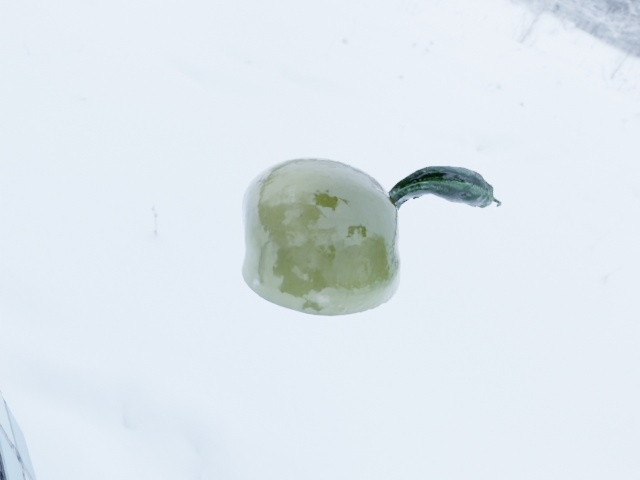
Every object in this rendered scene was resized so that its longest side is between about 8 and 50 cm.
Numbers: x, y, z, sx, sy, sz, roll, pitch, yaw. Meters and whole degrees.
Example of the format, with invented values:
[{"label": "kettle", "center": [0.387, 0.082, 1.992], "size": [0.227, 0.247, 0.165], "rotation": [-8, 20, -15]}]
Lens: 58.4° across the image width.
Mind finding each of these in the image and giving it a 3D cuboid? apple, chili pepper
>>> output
[{"label": "apple", "center": [-0.001, -0.021, 0.947], "size": [0.257, 0.234, 0.295], "rotation": [-3, 10, -4]}, {"label": "chili pepper", "center": [0.264, -0.092, 1.145], "size": [0.278, 0.122, 0.065], "rotation": [1, 58, -14]}]

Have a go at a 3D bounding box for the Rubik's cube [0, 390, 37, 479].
[{"label": "Rubik's cube", "center": [-0.341, 0.222, 0.472], "size": [0.180, 0.167, 0.183], "rotation": [-19, 49, -24]}]
